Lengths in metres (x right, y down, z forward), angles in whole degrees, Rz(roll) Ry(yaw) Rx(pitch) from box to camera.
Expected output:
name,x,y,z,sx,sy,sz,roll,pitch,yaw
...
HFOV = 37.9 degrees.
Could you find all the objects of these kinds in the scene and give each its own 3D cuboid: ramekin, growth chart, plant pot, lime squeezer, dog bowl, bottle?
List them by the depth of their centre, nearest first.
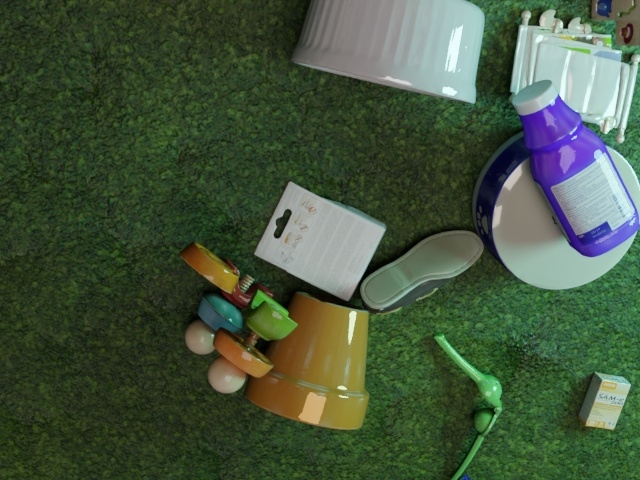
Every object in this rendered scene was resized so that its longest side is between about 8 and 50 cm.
name,x,y,z,sx,sy,sz,roll,pitch,yaw
ramekin,0.103,-0.293,1.347,0.277,0.277,0.135,11,99,-13
bottle,0.385,-0.112,1.434,0.118,0.092,0.283,-33,111,3
growth chart,0.415,-0.272,1.518,0.237,0.021,0.172,15,93,-14
plant pot,-0.004,0.191,1.548,0.205,0.205,0.188,15,91,-14
dog bowl,0.394,-0.056,1.562,0.264,0.104,0.265,-3,109,-8
lime squeezer,0.278,0.309,1.700,0.109,0.059,0.311,-11,112,-5

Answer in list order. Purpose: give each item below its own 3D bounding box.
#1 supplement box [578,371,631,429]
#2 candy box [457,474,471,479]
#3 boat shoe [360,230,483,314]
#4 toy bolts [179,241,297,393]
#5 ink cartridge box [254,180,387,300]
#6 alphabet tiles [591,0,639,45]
name,x,y,z,sx,sy,sz,roll,pitch,yaw
supplement box,0.531,0.301,1.747,0.062,0.036,0.099,10,107,-13
candy box,0.198,0.615,1.682,0.317,0.268,0.122,-39,107,5
boat shoe,0.170,0.054,1.587,0.227,0.069,0.081,-25,68,-8
toy bolts,-0.169,0.119,1.469,0.218,0.228,0.158,38,90,-14
ink cartridge box,0.000,0.000,1.563,0.179,0.045,0.145,27,104,2
alphabet tiles,0.514,-0.417,1.432,0.198,0.009,0.237,10,115,34
